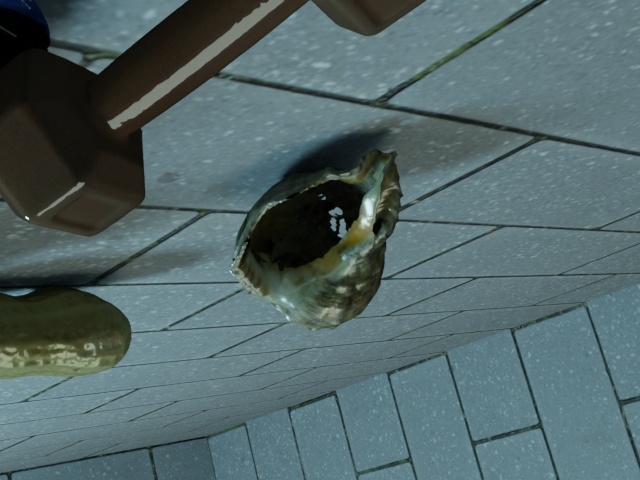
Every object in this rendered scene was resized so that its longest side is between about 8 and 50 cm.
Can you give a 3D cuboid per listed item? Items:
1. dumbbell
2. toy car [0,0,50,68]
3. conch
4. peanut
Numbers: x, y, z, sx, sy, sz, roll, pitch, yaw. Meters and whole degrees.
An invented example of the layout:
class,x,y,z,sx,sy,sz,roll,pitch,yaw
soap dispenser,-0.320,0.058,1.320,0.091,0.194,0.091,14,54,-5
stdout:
class,x,y,z,sx,sy,sz,roll,pitch,yaw
dumbbell,-0.058,-0.090,0.418,0.231,0.082,0.092,-33,159,15
toy car,-0.221,-0.068,0.473,0.103,0.063,0.216,-3,147,-50
conch,0.000,0.000,0.803,0.155,0.130,0.207,-19,157,-42
peanut,-0.297,0.092,0.927,0.214,0.098,0.090,3,150,-39
